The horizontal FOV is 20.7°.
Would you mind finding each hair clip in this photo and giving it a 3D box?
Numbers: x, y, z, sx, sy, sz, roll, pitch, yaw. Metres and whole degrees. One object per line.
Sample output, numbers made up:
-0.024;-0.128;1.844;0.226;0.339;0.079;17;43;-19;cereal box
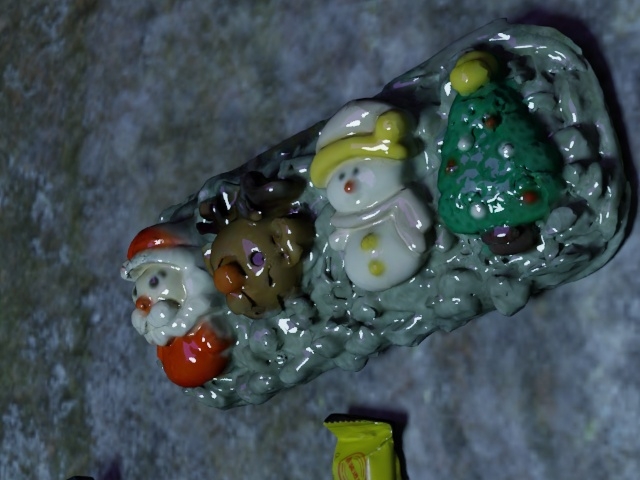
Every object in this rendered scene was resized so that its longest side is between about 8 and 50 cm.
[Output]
-0.001;0.000;0.878;0.321;0.091;0.138;-27;71;43;hair clip

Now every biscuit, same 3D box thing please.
0.027;0.233;0.882;0.048;0.026;0.292;-10;79;52;biscuit

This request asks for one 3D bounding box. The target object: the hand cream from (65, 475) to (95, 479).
-0.080;0.246;0.974;0.271;0.058;0.091;53;123;27;hand cream
